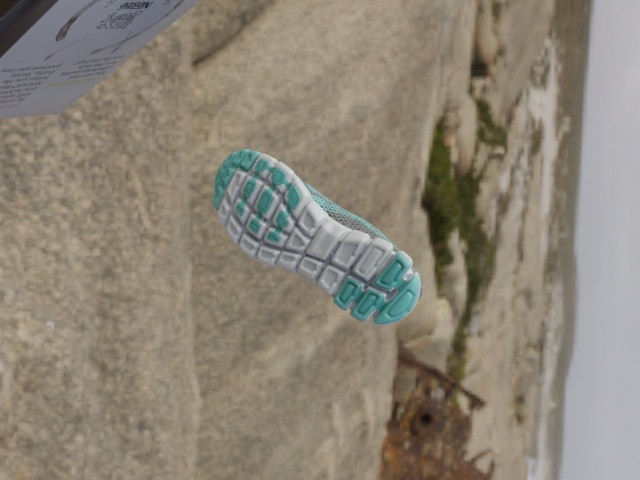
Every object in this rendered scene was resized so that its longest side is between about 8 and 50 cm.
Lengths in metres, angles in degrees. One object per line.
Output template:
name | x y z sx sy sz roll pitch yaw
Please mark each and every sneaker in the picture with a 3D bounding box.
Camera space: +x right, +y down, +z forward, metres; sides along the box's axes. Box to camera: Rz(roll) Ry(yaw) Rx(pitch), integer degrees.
sneaker | 0.000 0.000 0.695 0.065 0.166 0.076 -55 161 9

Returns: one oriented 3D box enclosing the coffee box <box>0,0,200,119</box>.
coffee box | -0.081 -0.190 0.408 0.168 0.297 0.119 60 27 4
